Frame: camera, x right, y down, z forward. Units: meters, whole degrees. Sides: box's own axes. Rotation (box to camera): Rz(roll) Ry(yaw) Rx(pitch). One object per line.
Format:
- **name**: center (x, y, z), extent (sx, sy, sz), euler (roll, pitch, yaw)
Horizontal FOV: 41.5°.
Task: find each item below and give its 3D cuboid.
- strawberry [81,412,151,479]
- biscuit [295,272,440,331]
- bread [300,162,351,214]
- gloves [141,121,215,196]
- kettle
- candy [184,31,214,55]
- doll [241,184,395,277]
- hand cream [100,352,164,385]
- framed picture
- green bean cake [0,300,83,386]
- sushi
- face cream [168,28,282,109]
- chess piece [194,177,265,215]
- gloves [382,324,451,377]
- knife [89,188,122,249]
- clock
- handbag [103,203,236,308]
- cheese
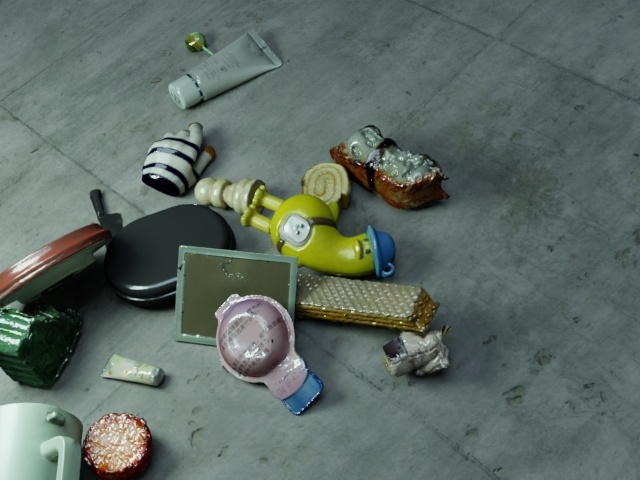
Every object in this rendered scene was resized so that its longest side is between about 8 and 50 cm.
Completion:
- **strawberry**: center (-0.399, 0.412, 1.680), extent (0.145, 0.086, 0.145), euler (-5, 49, 6)
- **biscuit**: center (0.058, 0.128, 1.781), extent (0.379, 0.054, 0.094), euler (5, 47, 32)
- **bread**: center (0.013, -0.119, 2.014), extent (0.122, 0.073, 0.149), euler (-4, 54, 6)
- **gloves**: center (-0.357, -0.221, 2.127), extent (0.140, 0.131, 0.218), euler (14, 66, 16)
- **kettle**: center (-0.534, 0.481, 1.574), extent (0.265, 0.205, 0.318), euler (-13, 52, 10)
- **candy**: center (-0.310, -0.528, 2.401), extent (0.061, 0.061, 0.202), euler (-41, 65, -20)
- **doll**: center (0.000, 0.000, 1.886), extent (0.363, 0.145, 0.199), euler (25, 72, 14)
- **hand cream**: center (-0.402, 0.278, 1.817), extent (0.143, 0.039, 0.061), euler (8, 58, 22)
- **framed picture**: center (-0.183, 0.127, 1.821), extent (0.273, 0.016, 0.216), euler (6, 97, 13)
- **green bean cake**: center (-0.609, 0.194, 1.810), extent (0.107, 0.208, 0.193), euler (14, 60, 16)
- **sushi**: center (0.158, -0.176, 1.999), extent (0.130, 0.124, 0.332), euler (-45, 56, -13)
- **face cream**: center (-0.268, -0.466, 2.316), extent (0.314, 0.089, 0.143), euler (-34, 75, -18)
- **chess piece**: center (-0.225, -0.112, 2.051), extent (0.170, 0.094, 0.094), euler (9, 55, 26)
- **gloves**: center (0.198, 0.226, 1.708), extent (0.144, 0.094, 0.110), euler (-9, 30, 10)
- **knife**: center (-0.520, -0.042, 2.087), extent (0.060, 0.028, 0.230), euler (-14, 53, -16)
- **clock**: center (-0.599, 0.070, 1.868), extent (0.318, 0.318, 0.080), euler (-32, 91, -14)
- **handbag**: center (-0.347, 0.033, 1.954), extent (0.308, 0.093, 0.253), euler (-20, 51, -5)
- **cheese**: center (-0.113, 0.230, 1.749), extent (0.286, 0.074, 0.189), euler (44, 102, 19)
